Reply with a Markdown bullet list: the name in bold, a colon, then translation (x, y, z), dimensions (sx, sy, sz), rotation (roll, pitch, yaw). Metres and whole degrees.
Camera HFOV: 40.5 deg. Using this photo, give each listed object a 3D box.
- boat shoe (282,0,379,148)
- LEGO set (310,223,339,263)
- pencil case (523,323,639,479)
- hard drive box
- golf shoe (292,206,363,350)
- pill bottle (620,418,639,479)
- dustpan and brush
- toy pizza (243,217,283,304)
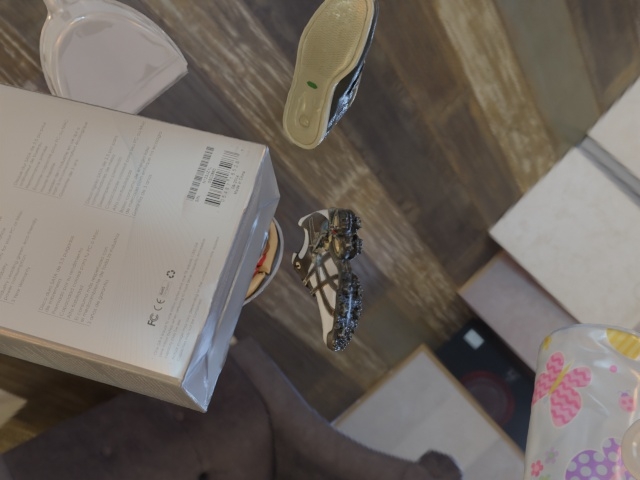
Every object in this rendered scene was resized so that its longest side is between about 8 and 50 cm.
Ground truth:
- **boat shoe**: translation (0.019, -0.225, 1.104), dimensions (0.079, 0.084, 0.233), rotation (-36, 158, -44)
- **LEGO set**: translation (0.001, -0.002, 1.073), dimensions (0.054, 0.023, 0.083), rotation (-63, -175, -26)
- **pencil case**: translation (0.242, 0.209, 0.769), dimensions (0.124, 0.273, 0.113), rotation (-20, 134, 41)
- **hard drive box**: translation (-0.168, 0.000, 0.628), dimensions (0.089, 0.232, 0.181), rotation (81, 26, -67)
- **golf shoe**: translation (0.007, 0.054, 1.197), dimensions (0.077, 0.093, 0.198), rotation (27, 63, -64)
- **pill bottle**: translation (0.229, 0.141, 0.553), dimensions (0.083, 0.043, 0.043), rotation (29, 104, -40)
- **dustpan and brush**: translation (-0.264, -0.229, 0.941), dimensions (0.147, 0.060, 0.211), rotation (-38, 126, 1)
- **toy pizza**: translation (-0.148, 0.015, 1.134), dimensions (0.201, 0.201, 0.032), rotation (-33, 141, -14)
